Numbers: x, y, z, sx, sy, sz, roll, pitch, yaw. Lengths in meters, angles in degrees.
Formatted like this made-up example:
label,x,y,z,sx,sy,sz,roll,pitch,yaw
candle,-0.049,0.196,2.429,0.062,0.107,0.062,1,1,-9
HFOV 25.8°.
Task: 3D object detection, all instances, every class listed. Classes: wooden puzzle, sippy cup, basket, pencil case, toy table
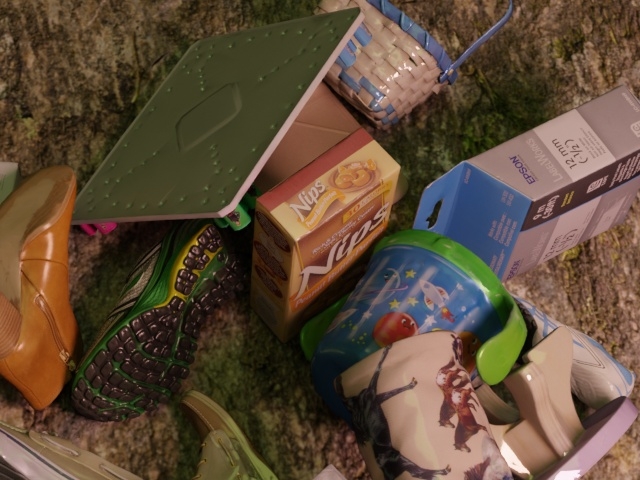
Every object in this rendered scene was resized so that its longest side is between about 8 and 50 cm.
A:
label,x,y,z,sx,sy,sz,roll,pitch,yaw
wooden puzzle,-0.018,-0.111,2.143,0.221,0.044,0.239,-31,72,-20
sippy cup,0.111,0.141,1.882,0.240,0.305,0.224,43,56,4
basket,0.118,-0.342,2.173,0.255,0.201,0.289,44,95,18
pencil case,0.159,0.293,1.606,0.183,0.160,0.410,-1,57,-38
toy table,0.277,0.251,1.863,0.274,0.252,0.161,-36,85,-30

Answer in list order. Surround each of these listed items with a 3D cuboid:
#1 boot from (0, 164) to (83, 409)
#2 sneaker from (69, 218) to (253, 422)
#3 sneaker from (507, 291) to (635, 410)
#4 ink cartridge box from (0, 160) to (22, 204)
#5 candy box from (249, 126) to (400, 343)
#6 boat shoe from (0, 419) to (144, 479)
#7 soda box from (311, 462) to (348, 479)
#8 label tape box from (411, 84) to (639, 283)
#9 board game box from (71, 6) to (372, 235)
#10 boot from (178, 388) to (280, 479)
label,x,y,z,sx,sy,sz,roll,pitch,yaw
boot,-0.378,0.065,1.920,0.104,0.211,0.295,3,53,25
sneaker,-0.232,0.108,1.968,0.343,0.134,0.146,-52,32,-16
sneaker,0.345,0.155,2.009,0.237,0.085,0.086,39,38,20
ink cartridge box,-0.576,0.037,1.957,0.271,0.130,0.309,6,60,0
candy box,0.000,0.000,1.921,0.183,0.316,0.087,-36,71,-21
boat shoe,-0.363,0.305,1.855,0.302,0.109,0.094,31,47,2
soda box,0.001,0.384,1.723,0.098,0.286,0.091,-38,68,-23
label tape box,0.302,-0.054,2.016,0.347,0.249,0.115,-27,66,-19
board game box,-0.148,-0.163,2.011,0.390,0.050,0.390,-1,48,47
boot,-0.163,0.318,1.868,0.165,0.077,0.213,-35,72,-20
